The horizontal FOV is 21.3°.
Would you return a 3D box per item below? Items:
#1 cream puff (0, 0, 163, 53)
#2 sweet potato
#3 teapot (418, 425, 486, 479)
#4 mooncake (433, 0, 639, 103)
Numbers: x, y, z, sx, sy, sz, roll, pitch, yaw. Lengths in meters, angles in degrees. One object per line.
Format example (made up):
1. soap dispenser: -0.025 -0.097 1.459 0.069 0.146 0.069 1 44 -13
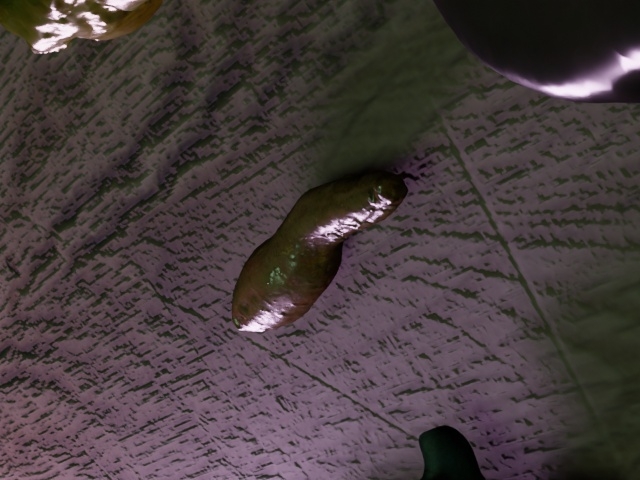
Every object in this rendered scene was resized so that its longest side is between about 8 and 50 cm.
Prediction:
1. cream puff: -0.165 -0.222 0.838 0.282 0.185 0.282 30 140 30
2. sweet potato: 0.000 0.000 0.967 0.050 0.050 0.214 51 146 5
3. teapot: 0.117 0.225 0.930 0.182 0.173 0.269 -51 58 34
4. mooncake: 0.104 -0.183 0.484 0.283 0.141 0.283 169 90 -73
